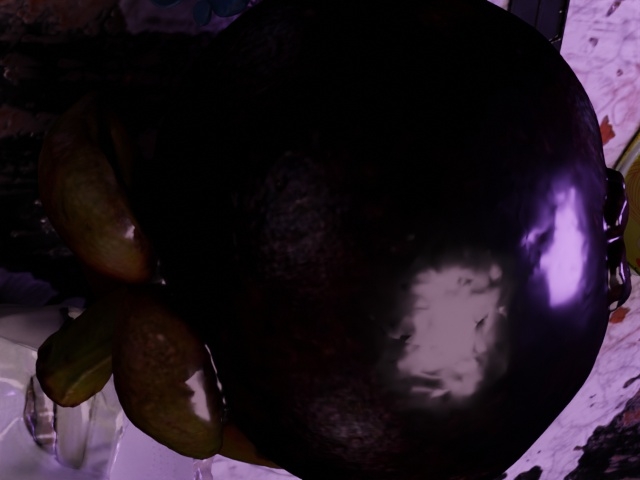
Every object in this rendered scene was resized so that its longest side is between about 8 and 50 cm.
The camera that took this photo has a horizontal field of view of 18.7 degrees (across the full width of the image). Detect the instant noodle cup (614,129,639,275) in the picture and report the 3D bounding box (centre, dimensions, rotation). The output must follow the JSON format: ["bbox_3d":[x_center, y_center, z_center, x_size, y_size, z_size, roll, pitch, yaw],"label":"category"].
[{"bbox_3d":[0.455,-0.011,1.899,0.311,0.221,0.311,-23,141,-19],"label":"instant noodle cup"}]

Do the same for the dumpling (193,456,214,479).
[{"bbox_3d":[-0.120,0.224,1.842,0.059,0.043,0.077,-52,144,-16],"label":"dumpling"}]

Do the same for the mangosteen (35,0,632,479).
[{"bbox_3d":[0.000,0.000,1.382,0.435,0.382,0.382,-1,143,9],"label":"mangosteen"}]

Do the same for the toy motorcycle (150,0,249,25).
[{"bbox_3d":[-0.118,-0.215,1.255,0.272,0.123,0.182,-4,163,-35],"label":"toy motorcycle"}]

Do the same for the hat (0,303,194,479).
[{"bbox_3d":[-0.220,0.141,1.606,0.301,0.168,0.257,-22,120,-56],"label":"hat"}]

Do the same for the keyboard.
[{"bbox_3d":[0.187,-0.211,1.634,0.064,0.010,0.198,-18,140,-21],"label":"keyboard"}]
